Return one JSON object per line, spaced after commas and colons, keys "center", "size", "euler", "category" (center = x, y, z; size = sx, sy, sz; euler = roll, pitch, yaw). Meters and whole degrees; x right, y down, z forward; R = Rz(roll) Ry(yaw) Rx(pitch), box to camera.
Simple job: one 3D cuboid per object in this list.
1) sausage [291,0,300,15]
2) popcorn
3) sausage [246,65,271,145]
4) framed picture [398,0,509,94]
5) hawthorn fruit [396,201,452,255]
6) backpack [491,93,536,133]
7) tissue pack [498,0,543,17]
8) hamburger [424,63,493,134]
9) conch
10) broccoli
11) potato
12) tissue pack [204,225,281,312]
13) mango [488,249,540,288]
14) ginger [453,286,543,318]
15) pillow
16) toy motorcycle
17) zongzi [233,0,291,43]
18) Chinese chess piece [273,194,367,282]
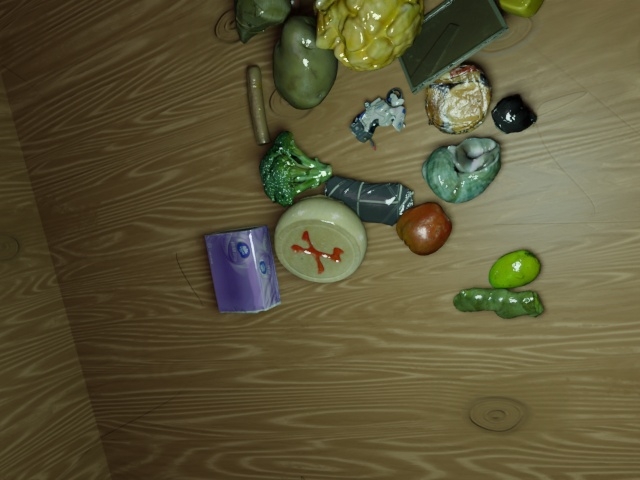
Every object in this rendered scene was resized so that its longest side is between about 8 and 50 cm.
{"center": [-0.165, -1.012, 1.962], "size": [0.087, 0.088, 0.433], "euler": [-23, 90, 28], "category": "sausage"}
{"center": [0.167, -0.726, 1.703], "size": [0.354, 0.344, 0.390], "euler": [40, 107, 20], "category": "popcorn"}
{"center": [-0.242, -0.519, 2.109], "size": [0.065, 0.065, 0.302], "euler": [-5, 96, 27], "category": "sausage"}
{"center": [0.397, -0.645, 1.722], "size": [0.335, 0.022, 0.248], "euler": [-31, 57, 28], "category": "framed picture"}
{"center": [0.351, -0.042, 1.845], "size": [0.189, 0.189, 0.189], "euler": [5, 102, 26], "category": "hawthorn fruit"}
{"center": [0.577, -0.380, 1.669], "size": [0.105, 0.165, 0.120], "euler": [-35, 79, 38], "category": "backpack"}
{"center": [0.610, -0.752, 1.603], "size": [0.123, 0.127, 0.178], "euler": [31, 111, 26], "category": "tissue pack"}
{"center": [0.442, -0.452, 1.755], "size": [0.230, 0.107, 0.231], "euler": [5, 103, 22], "category": "hamburger"}
{"center": [0.439, -0.228, 1.770], "size": [0.277, 0.195, 0.221], "euler": [4, 81, 49], "category": "conch"}
{"center": [-0.093, -0.265, 2.009], "size": [0.268, 0.254, 0.269], "euler": [-2, 123, -3], "category": "broccoli"}
{"center": [-0.052, -0.604, 1.883], "size": [0.243, 0.220, 0.327], "euler": [51, 145, 41], "category": "potato"}
{"center": [-0.315, 0.122, 2.213], "size": [0.242, 0.160, 0.339], "euler": [-7, 96, 28], "category": "tissue pack"}
{"center": [0.624, 0.102, 1.774], "size": [0.178, 0.100, 0.119], "euler": [-39, 86, 38], "category": "mango"}
{"center": [0.581, 0.209, 1.806], "size": [0.289, 0.137, 0.089], "euler": [2, 71, 23], "category": "ginger"}
{"center": [0.168, -0.141, 1.949], "size": [0.334, 0.092, 0.162], "euler": [11, 118, 19], "category": "pillow"}
{"center": [0.205, -0.416, 1.889], "size": [0.221, 0.102, 0.150], "euler": [-33, 64, 25], "category": "toy motorcycle"}
{"center": [-0.228, -0.912, 1.921], "size": [0.393, 0.174, 0.356], "euler": [-166, 76, -68], "category": "zongzi"}
{"center": [0.000, 0.000, 1.960], "size": [0.337, 0.141, 0.338], "euler": [7, 133, 7], "category": "Chinese chess piece"}
